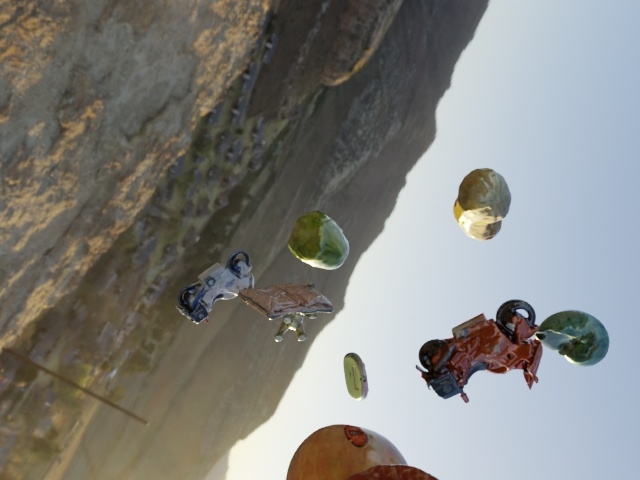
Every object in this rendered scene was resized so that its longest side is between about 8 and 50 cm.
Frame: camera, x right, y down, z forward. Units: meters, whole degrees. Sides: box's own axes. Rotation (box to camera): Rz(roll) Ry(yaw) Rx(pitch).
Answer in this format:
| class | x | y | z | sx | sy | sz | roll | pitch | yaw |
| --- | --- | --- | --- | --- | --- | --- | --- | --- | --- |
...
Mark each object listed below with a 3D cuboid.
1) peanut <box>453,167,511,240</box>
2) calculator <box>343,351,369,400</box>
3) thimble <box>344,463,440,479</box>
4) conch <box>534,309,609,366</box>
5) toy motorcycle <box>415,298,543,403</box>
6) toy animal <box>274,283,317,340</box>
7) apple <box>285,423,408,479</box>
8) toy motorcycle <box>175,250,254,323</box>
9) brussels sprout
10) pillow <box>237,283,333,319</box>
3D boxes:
| class | x | y | z | sx | sy | sz | roll | pitch | yaw |
| --- | --- | --- | --- | --- | --- | --- | --- | --- | --- |
| peanut | 0.441 | -0.092 | 1.521 | 0.305 | 0.147 | 0.146 | 76 | 38 | -68 |
| calculator | 0.133 | 0.531 | 2.167 | 0.299 | 0.042 | 0.185 | 141 | -58 | -75 |
| thimble | 0.165 | 0.653 | 1.129 | 0.350 | 0.230 | 0.350 | -25 | -141 | 22 |
| conch | 0.799 | 0.306 | 1.735 | 0.196 | 0.202 | 0.134 | -9 | -148 | 47 |
| toy motorcycle | 0.413 | 0.298 | 1.385 | 0.326 | 0.221 | 0.148 | -30 | -176 | 15 |
| toy animal | -0.075 | 0.236 | 1.788 | 0.101 | 0.103 | 0.218 | -86 | -167 | -46 |
| apple | 0.086 | 0.746 | 1.601 | 0.346 | 0.392 | 0.391 | -75 | -172 | -50 |
| toy motorcycle | -0.257 | 0.132 | 1.419 | 0.221 | 0.102 | 0.150 | -36 | 129 | -16 |
| brussels sprout | 0.000 | 0.000 | 1.804 | 0.161 | 0.223 | 0.223 | -58 | -177 | 29 |
| pillow | -0.078 | 0.143 | 1.340 | 0.233 | 0.126 | 0.043 | 0 | 111 | -47 |
